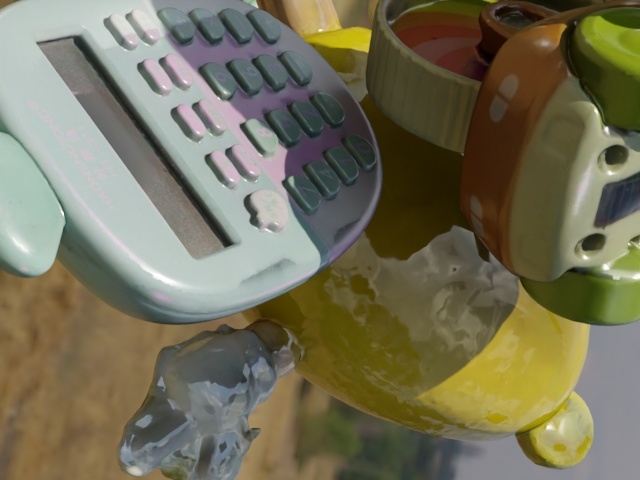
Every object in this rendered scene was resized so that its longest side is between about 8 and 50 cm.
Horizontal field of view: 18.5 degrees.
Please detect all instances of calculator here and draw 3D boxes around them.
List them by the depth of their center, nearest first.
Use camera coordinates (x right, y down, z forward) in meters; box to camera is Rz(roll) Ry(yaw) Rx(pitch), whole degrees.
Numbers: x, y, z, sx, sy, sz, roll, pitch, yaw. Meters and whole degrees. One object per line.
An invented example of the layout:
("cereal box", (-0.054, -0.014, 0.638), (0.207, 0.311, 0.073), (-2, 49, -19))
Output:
("calculator", (-0.076, -0.046, 0.954), (0.041, 0.185, 0.299), (-44, 168, 36))

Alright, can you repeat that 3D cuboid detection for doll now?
("doll", (-0.004, -0.037, 1.147), (0.161, 0.348, 0.423), (-12, -89, 52))

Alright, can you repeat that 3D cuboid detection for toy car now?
("toy car", (0.133, -0.084, 1.024), (0.235, 0.235, 0.145), (-75, 176, -58))

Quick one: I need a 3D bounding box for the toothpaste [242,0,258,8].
("toothpaste", (-0.062, -0.202, 1.841), (0.297, 0.048, 0.074), (-47, 115, -30))
